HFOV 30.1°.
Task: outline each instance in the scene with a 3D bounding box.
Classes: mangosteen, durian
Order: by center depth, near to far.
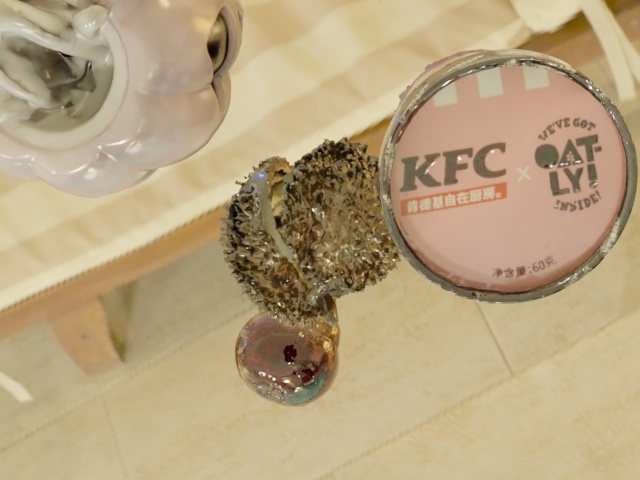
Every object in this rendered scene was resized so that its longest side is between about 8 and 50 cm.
[{"bbox_3d":[0.000,0.000,1.152,0.196,0.167,0.196,-26,52,37],"label":"durian"},{"bbox_3d":[-0.040,0.134,1.638,0.156,0.146,0.181,10,75,33],"label":"mangosteen"}]

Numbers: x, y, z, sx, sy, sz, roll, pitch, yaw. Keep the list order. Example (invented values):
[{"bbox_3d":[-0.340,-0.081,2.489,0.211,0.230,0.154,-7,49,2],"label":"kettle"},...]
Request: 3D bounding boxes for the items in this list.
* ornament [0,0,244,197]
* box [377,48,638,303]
[{"bbox_3d":[-0.133,-0.110,0.668,0.178,0.177,0.177,-10,64,22],"label":"ornament"},{"bbox_3d":[0.109,-0.052,0.752,0.151,0.151,0.135,-33,14,9],"label":"box"}]
